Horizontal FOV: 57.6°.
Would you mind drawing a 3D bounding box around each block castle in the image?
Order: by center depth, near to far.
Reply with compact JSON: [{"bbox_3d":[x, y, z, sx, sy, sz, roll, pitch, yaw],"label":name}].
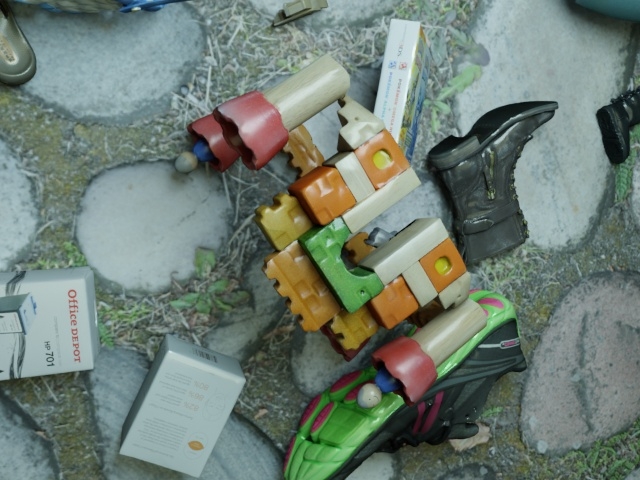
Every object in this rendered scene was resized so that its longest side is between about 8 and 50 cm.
[{"bbox_3d":[0.000,0.000,0.814,0.213,0.303,0.453,-36,107,-14],"label":"block castle"}]

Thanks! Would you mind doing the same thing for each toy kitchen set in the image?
[{"bbox_3d":[-0.044,-0.368,0.865,0.068,0.083,0.075,-12,106,29],"label":"toy kitchen set"}]

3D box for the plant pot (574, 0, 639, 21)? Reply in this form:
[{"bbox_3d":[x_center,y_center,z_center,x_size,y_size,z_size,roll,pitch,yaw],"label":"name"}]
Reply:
[{"bbox_3d":[0.493,-0.470,0.913,0.195,0.290,0.290,-10,104,23],"label":"plant pot"}]

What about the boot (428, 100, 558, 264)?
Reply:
[{"bbox_3d":[0.316,-0.098,1.007,0.263,0.091,0.229,-28,111,-5],"label":"boot"}]

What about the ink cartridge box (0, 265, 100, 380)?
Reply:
[{"bbox_3d":[-0.423,0.117,0.828,0.190,0.082,0.140,-4,100,-13],"label":"ink cartridge box"}]

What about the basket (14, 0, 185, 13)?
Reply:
[{"bbox_3d":[-0.249,-0.411,0.711,0.289,0.201,0.255,-5,103,17],"label":"basket"}]

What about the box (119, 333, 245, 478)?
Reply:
[{"bbox_3d":[-0.214,0.253,0.902,0.130,0.091,0.170,26,91,-18],"label":"box"}]

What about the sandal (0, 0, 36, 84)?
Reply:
[{"bbox_3d":[-0.455,-0.305,0.753,0.090,0.060,0.219,-36,107,-20],"label":"sandal"}]

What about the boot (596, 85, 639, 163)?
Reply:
[{"bbox_3d":[0.567,-0.214,1.072,0.099,0.045,0.121,-27,104,-13],"label":"boot"}]

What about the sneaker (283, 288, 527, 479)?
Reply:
[{"bbox_3d":[0.154,0.281,0.963,0.483,0.185,0.202,-34,102,-7],"label":"sneaker"}]

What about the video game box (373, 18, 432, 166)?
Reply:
[{"bbox_3d":[0.121,-0.205,0.868,0.048,0.205,0.187,10,97,14],"label":"video game box"}]
